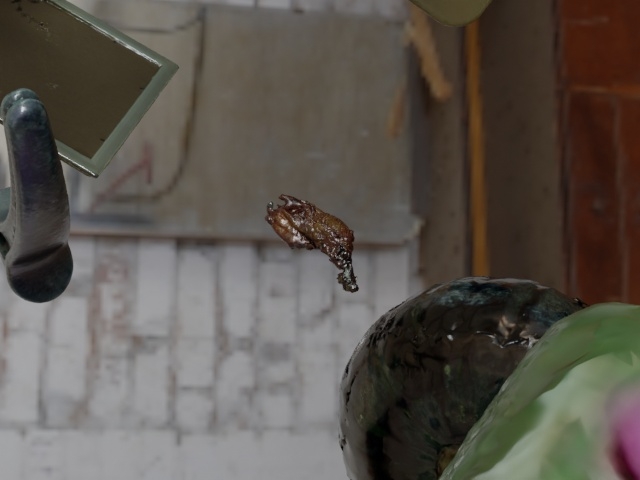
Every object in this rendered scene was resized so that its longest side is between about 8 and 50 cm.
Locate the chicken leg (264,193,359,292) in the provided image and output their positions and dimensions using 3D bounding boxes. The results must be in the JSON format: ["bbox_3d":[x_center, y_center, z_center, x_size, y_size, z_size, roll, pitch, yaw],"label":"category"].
[{"bbox_3d":[0.000,-0.002,1.070,0.036,0.083,0.021,-49,-15,-11],"label":"chicken leg"}]

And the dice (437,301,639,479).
[{"bbox_3d":[0.175,0.252,0.864,0.322,0.330,0.318,-54,-8,-25],"label":"dice"}]

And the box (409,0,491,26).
[{"bbox_3d":[0.131,-0.307,1.485,0.201,0.144,0.090,-55,2,14],"label":"box"}]

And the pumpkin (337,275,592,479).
[{"bbox_3d":[0.123,0.136,1.162,0.163,0.233,0.233,-50,-26,-58],"label":"pumpkin"}]

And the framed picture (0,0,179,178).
[{"bbox_3d":[-0.288,-0.179,1.550,0.016,0.273,0.216,-57,3,38],"label":"framed picture"}]

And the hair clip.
[{"bbox_3d":[-0.168,-0.027,0.973,0.083,0.048,0.275,68,163,7],"label":"hair clip"}]
